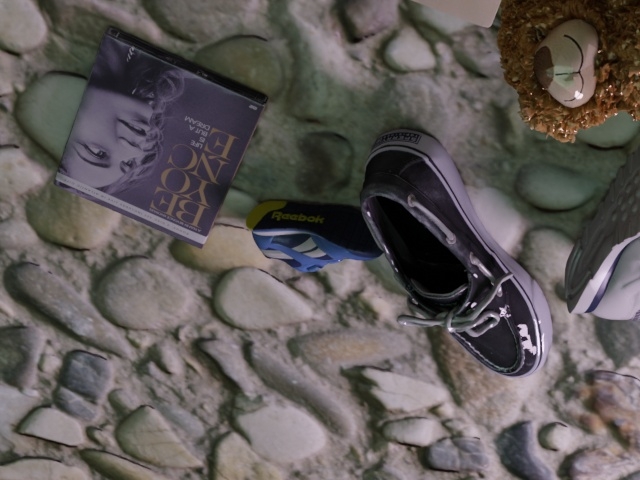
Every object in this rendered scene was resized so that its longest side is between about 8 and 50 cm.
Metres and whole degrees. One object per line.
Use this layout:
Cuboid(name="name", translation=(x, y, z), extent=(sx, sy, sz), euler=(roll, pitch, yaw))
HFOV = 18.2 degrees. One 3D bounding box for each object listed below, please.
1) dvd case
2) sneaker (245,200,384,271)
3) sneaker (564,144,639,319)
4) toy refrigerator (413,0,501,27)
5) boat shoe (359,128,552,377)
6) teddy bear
Cuboid(name="dvd case", translation=(-0.158, -0.095, 1.931), extent=(0.165, 0.018, 0.221), euler=(24, 137, -3))
Cuboid(name="sneaker", translation=(0.000, 0.000, 1.941), extent=(0.144, 0.053, 0.059), euler=(10, 136, 24))
Cuboid(name="sneaker", translation=(0.305, -0.009, 1.802), extent=(0.095, 0.090, 0.235), euler=(15, 142, -12))
Cuboid(name="toy refrigerator", translation=(0.144, -0.303, 1.544), extent=(0.094, 0.102, 0.269), euler=(20, 136, 1))
Cuboid(name="boat shoe", translation=(0.127, 0.039, 1.889), extent=(0.113, 0.105, 0.306), euler=(-7, 130, 27))
Cuboid(name="teddy bear", translation=(0.304, -0.157, 1.622), extent=(0.338, 0.113, 0.245), euler=(12, 134, 9))
